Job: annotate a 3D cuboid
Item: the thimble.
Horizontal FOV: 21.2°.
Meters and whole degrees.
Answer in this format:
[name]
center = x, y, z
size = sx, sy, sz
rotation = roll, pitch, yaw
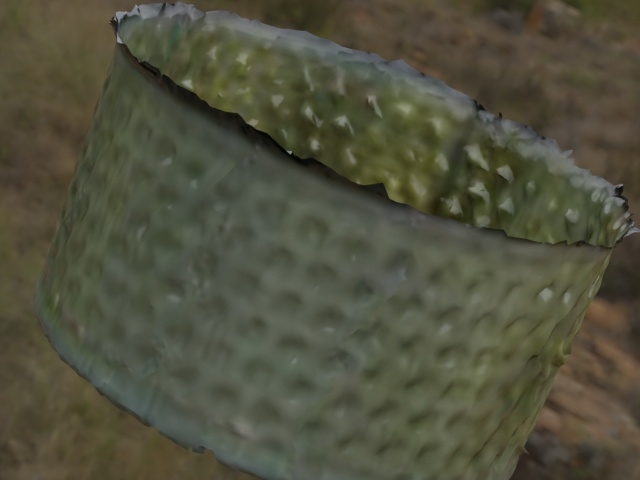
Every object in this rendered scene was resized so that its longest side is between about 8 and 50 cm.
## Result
[thimble]
center = 0.000, 0.000, 0.836
size = 0.270, 0.150, 0.271
rotation = 20, 17, -6
